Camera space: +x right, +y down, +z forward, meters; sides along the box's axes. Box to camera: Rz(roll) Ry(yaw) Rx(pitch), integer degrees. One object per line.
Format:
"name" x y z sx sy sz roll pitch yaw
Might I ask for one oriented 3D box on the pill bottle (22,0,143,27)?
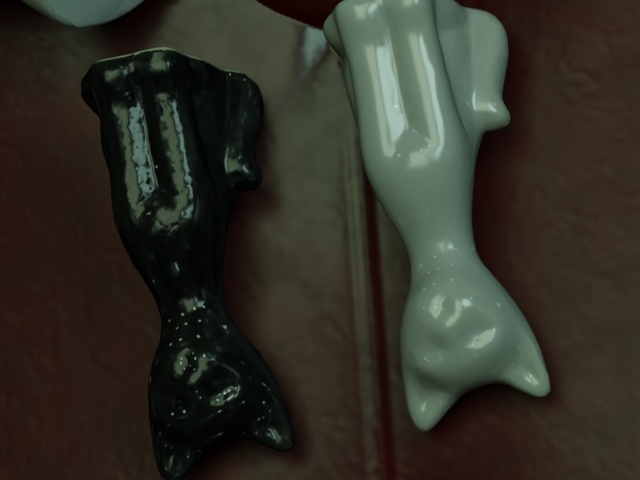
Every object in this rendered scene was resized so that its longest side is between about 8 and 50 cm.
"pill bottle" -0.214 -0.247 1.002 0.318 0.176 0.176 35 87 25

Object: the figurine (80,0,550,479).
"figurine" 0.000 0.000 0.911 0.214 0.092 0.210 -12 78 14
